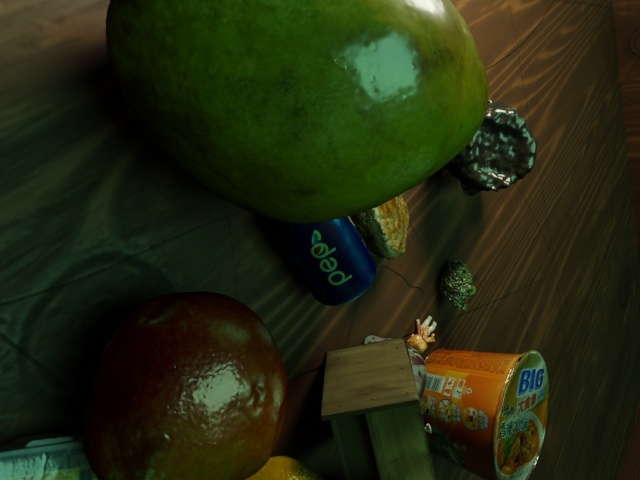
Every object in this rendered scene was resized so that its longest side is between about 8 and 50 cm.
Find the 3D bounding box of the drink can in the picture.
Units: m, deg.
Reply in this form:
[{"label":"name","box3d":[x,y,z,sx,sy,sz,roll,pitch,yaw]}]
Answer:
[{"label":"drink can","box3d":[0.000,0.000,0.805,0.118,0.118,0.205,-55,129,-30]}]

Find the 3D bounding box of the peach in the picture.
[{"label":"peach","box3d":[-0.153,0.173,0.586,0.243,0.199,0.243,-8,101,-45]}]

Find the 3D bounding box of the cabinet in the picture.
[{"label":"cabinet","box3d":[0.095,0.283,0.821,0.215,0.148,0.175,-71,149,-77]}]

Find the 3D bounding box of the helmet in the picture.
[{"label":"helmet","box3d":[0.150,0.265,0.996,0.177,0.107,0.153,23,73,-45]}]

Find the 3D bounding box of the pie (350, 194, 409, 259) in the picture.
[{"label":"pie","box3d":[0.109,-0.052,0.952,0.163,0.079,0.193,-53,128,-44]}]

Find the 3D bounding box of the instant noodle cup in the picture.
[{"label":"instant noodle cup","box3d":[0.339,0.362,1.129,0.296,0.214,0.296,-5,97,-47]}]

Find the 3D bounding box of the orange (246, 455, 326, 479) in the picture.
[{"label":"orange","box3d":[-0.069,0.402,0.715,0.237,0.179,0.158,-27,155,-40]}]

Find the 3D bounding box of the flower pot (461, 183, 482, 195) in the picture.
[{"label":"flower pot","box3d":[0.402,-0.162,1.254,0.111,0.089,0.111,-4,96,-48]}]

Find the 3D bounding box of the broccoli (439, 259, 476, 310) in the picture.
[{"label":"broccoli","box3d":[0.316,0.100,1.191,0.092,0.097,0.095,24,106,-40]}]

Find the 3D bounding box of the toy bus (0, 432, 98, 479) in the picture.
[{"label":"toy bus","box3d":[-0.319,0.238,0.515,0.190,0.064,0.075,10,73,-48]}]

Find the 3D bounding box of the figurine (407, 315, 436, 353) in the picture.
[{"label":"figurine","box3d":[0.223,0.200,1.120,0.064,0.047,0.109,50,45,-3]}]

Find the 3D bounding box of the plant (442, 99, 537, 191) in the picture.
[{"label":"plant","box3d":[0.342,-0.205,1.108,0.178,0.204,0.234,49,12,-19]}]

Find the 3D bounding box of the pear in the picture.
[{"label":"pear","box3d":[-0.020,-0.184,0.604,0.413,0.352,0.352,10,85,-14]}]
